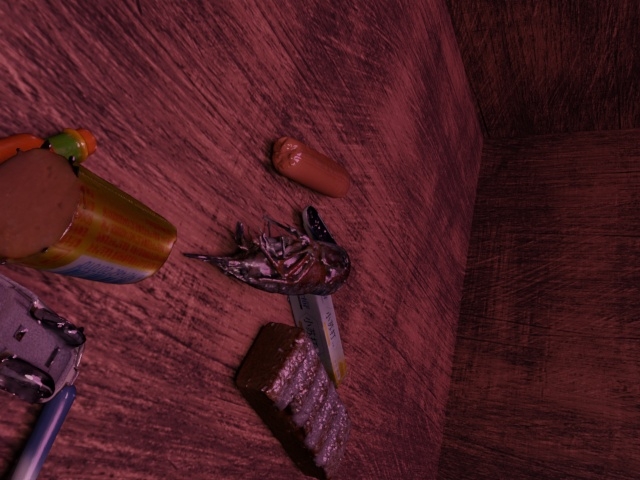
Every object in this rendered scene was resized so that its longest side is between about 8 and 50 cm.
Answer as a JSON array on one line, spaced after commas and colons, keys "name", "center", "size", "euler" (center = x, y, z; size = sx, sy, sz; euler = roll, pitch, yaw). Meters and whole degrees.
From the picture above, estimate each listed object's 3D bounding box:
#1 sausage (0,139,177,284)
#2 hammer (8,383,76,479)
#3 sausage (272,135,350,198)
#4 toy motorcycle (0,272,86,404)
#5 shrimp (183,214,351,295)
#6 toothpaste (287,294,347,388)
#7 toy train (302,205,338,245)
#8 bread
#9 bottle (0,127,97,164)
[{"name": "sausage", "center": [-0.266, -0.010, 0.623], "size": [0.125, 0.117, 0.317], "euler": [-61, 169, -6]}, {"name": "hammer", "center": [-0.344, 0.265, 0.596], "size": [0.116, 0.070, 0.193], "euler": [52, 43, -47]}, {"name": "sausage", "center": [-0.013, -0.160, 1.140], "size": [0.289, 0.086, 0.086], "euler": [17, 77, -61]}, {"name": "toy motorcycle", "center": [-0.346, 0.076, 0.487], "size": [0.263, 0.157, 0.090], "euler": [63, 37, -44]}, {"name": "shrimp", "center": [-0.094, 0.028, 0.972], "size": [0.372, 0.172, 0.137], "euler": [22, 91, -38]}, {"name": "toothpaste", "center": [-0.007, 0.201, 1.172], "size": [0.071, 0.089, 0.312], "euler": [-41, 126, -48]}, {"name": "toy train", "center": [0.000, 0.000, 1.210], "size": [0.233, 0.051, 0.052], "euler": [56, 44, -42]}, {"name": "bread", "center": [-0.038, 0.367, 1.100], "size": [0.165, 0.113, 0.416], "euler": [-60, 142, -37]}, {"name": "bottle", "center": [-0.340, -0.088, 0.573], "size": [0.187, 0.069, 0.069], "euler": [-45, 129, -49]}]
